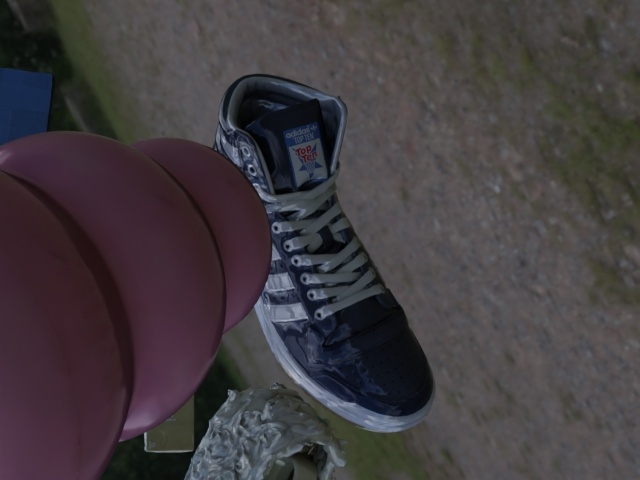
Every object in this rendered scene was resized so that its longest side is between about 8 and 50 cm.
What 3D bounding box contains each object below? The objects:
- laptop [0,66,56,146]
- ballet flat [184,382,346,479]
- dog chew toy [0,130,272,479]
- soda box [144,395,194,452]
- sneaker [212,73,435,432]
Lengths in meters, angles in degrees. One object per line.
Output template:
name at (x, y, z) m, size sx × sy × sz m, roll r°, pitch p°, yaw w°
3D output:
laptop at (-0.487, -0.111, 1.158) m, size 0.408 × 0.382 × 0.236 m, roll -176°, pitch 92°, yaw -78°
ballet flat at (-0.092, 0.314, 0.912) m, size 0.147 × 0.409 × 0.147 m, roll 21°, pitch 170°, yaw 4°
dog chew toy at (-0.146, 0.034, 0.600) m, size 0.206 × 0.332 × 0.207 m, roll 14°, pitch 116°, yaw 31°
soda box at (-0.192, 0.178, 1.407) m, size 0.058 × 0.061 × 0.181 m, roll 134°, pitch 136°, yaw -74°
sneaker at (0.000, 0.000, 0.819) m, size 0.282 × 0.099 × 0.153 m, roll 54°, pitch 150°, yaw 25°
